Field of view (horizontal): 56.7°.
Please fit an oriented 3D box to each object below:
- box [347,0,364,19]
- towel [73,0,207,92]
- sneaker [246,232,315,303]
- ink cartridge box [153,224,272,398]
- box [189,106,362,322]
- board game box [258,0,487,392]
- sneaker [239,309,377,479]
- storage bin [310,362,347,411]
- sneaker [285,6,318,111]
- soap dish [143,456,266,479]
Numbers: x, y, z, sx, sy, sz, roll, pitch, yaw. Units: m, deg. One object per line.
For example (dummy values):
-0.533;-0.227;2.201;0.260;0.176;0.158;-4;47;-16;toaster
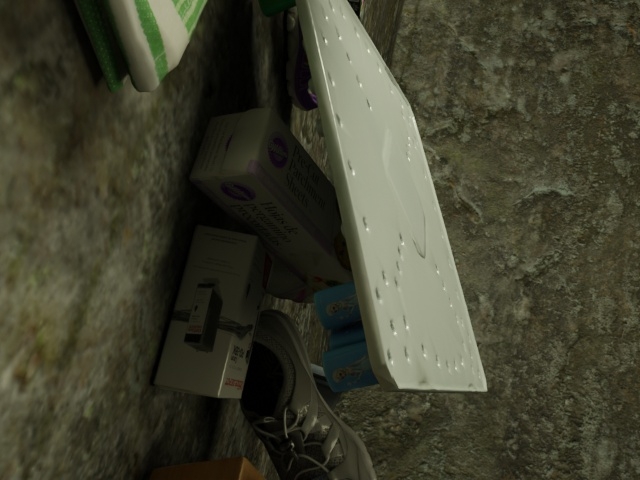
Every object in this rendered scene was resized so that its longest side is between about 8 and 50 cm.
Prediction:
0.044;-0.388;0.902;0.062;0.052;0.083;89;13;-65;box
-0.063;-0.269;0.297;0.248;0.038;0.325;89;14;-56;towel
-0.023;0.035;0.765;0.252;0.111;0.103;-28;128;-81;sneaker
-0.088;0.067;0.518;0.099;0.056;0.135;77;24;-75;ink cartridge box
0.000;0.000;0.579;0.324;0.063;0.067;48;48;-49;box
0.064;-0.041;0.594;0.390;0.050;0.390;29;46;-62;board game box
-0.037;0.209;0.648;0.281;0.105;0.115;59;16;18;sneaker
-0.038;0.230;0.899;0.091;0.135;0.098;-68;-164;-5;storage bin
-0.003;-0.223;0.705;0.170;0.071;0.068;93;11;-52;sneaker
-0.104;0.329;0.538;0.291;0.118;0.229;87;15;-61;soap dish
